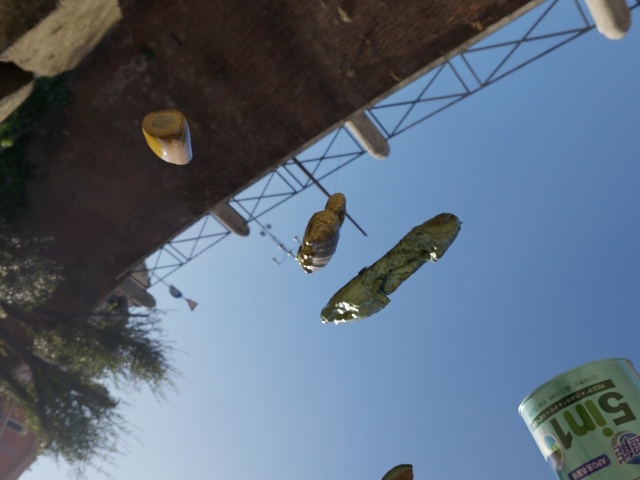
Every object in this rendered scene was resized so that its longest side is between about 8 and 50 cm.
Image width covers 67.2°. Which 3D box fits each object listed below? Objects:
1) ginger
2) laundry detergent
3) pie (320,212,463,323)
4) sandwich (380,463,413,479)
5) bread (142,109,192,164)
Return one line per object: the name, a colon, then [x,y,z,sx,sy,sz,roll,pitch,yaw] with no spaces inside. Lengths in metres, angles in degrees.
ginger: [-0.001,0.001,1.018,0.115,0.081,0.205,-95,-157,-57]
laundry detergent: [0.644,0.462,1.054,0.287,0.287,0.305,-36,-135,18]
pie: [0.119,0.053,0.813,0.302,0.067,0.302,-39,172,-7]
sandwich: [0.139,0.500,0.937,0.067,0.029,0.135,3,-130,27]
bread: [-0.219,-0.144,0.697,0.062,0.049,0.103,-12,165,-14]
